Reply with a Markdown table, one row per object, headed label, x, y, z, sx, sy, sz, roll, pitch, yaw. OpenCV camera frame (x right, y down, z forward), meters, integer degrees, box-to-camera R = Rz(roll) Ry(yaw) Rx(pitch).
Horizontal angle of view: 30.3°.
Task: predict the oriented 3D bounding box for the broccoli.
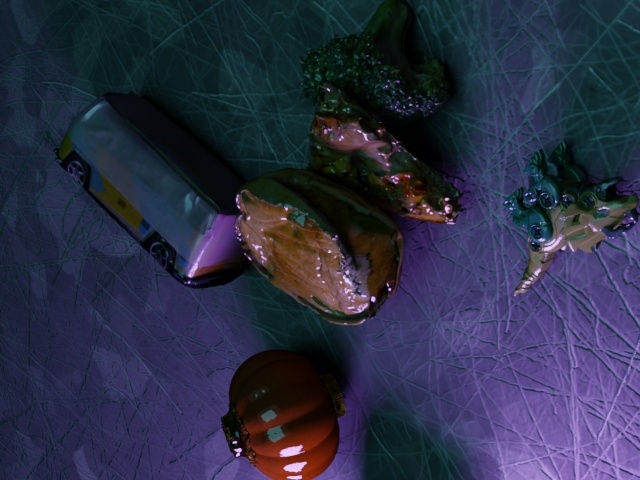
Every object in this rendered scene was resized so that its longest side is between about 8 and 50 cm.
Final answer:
| label | x | y | z | sx | sy | sz | roll | pitch | yaw |
| --- | --- | --- | --- | --- | --- | --- | --- | --- | --- |
| broccoli | 0.085 | -0.258 | 1.683 | 0.219 | 0.194 | 0.194 | 20 | 118 | -1 |

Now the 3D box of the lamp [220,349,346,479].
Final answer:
| label | x | y | z | sx | sy | sz | roll | pitch | yaw |
| --- | --- | --- | --- | --- | --- | --- | --- | --- | --- |
| lamp | -0.060 | 0.283 | 1.907 | 0.223 | 0.196 | 0.223 | 158 | 90 | -78 |

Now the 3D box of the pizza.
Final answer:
| label | x | y | z | sx | sy | sz | roll | pitch | yaw |
| --- | --- | --- | --- | --- | --- | --- | --- | --- | --- |
| pizza | 0.088 | -0.101 | 1.686 | 0.251 | 0.288 | 0.074 | 25 | 76 | 10 |

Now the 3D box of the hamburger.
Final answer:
| label | x | y | z | sx | sy | sz | roll | pitch | yaw |
| --- | --- | --- | --- | --- | --- | --- | --- | --- | --- |
| hamburger | 0.002 | 0.001 | 1.767 | 0.265 | 0.134 | 0.285 | 37 | 153 | 14 |

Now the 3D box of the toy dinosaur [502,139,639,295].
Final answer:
| label | x | y | z | sx | sy | sz | roll | pitch | yaw |
| --- | --- | --- | --- | --- | --- | --- | --- | --- | --- |
| toy dinosaur | 0.316 | -0.023 | 1.615 | 0.153 | 0.094 | 0.259 | 56 | 136 | 16 |

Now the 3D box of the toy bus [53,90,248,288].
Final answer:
| label | x | y | z | sx | sy | sz | roll | pitch | yaw |
| --- | --- | --- | --- | --- | --- | --- | --- | --- | --- |
| toy bus | -0.267 | -0.102 | 1.991 | 0.386 | 0.171 | 0.162 | 41 | 113 | 22 |
